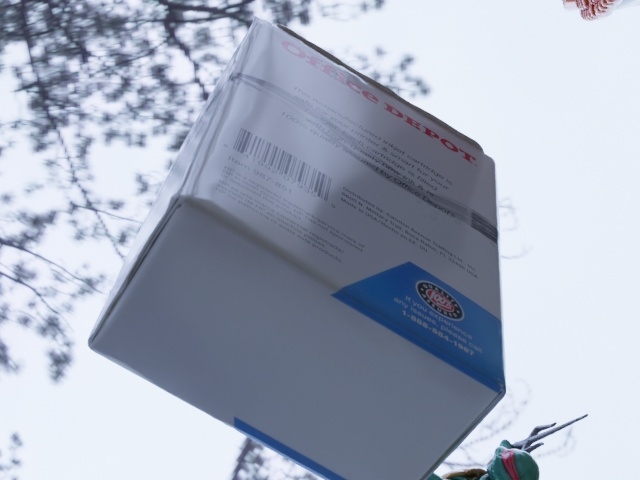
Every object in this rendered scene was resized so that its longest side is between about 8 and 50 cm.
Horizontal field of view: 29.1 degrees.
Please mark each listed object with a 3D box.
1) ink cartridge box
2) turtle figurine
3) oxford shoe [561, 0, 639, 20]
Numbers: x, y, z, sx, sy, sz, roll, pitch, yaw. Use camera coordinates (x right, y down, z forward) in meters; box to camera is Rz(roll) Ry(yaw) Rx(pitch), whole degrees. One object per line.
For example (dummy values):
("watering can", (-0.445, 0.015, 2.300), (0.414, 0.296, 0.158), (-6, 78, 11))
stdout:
("ink cartridge box", (0.000, 0.000, 0.843), (0.223, 0.307, 0.129), (30, -62, -10))
("turtle figurine", (0.087, 0.191, 0.941), (0.234, 0.118, 0.175), (-34, -47, 24))
("oxford shoe", (0.266, -0.256, 1.017), (0.133, 0.363, 0.130), (-7, -78, 9))
